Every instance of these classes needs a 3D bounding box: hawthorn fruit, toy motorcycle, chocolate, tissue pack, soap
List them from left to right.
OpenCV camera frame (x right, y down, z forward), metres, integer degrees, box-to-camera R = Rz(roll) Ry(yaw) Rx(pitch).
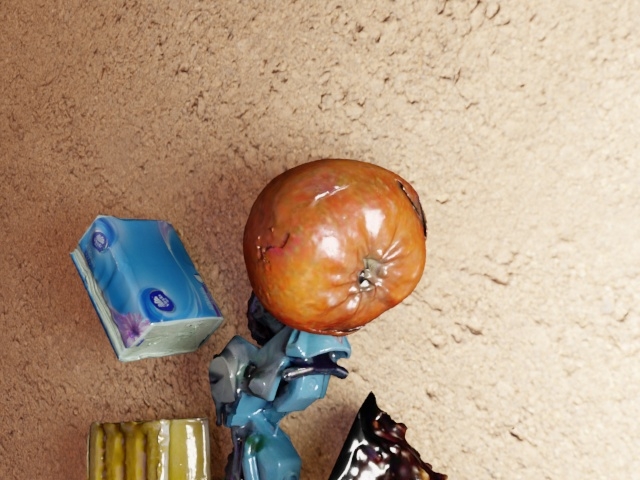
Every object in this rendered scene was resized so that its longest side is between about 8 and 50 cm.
[{"bbox_3d":[-0.348,0.524,1.355,0.293,0.156,0.335,-20,69,45],"label":"soap"},{"bbox_3d":[-0.342,0.092,1.351,0.146,0.198,0.263,-46,62,28],"label":"tissue pack"},{"bbox_3d":[-0.065,0.265,1.128,0.232,0.172,0.416,5,84,47],"label":"toy motorcycle"},{"bbox_3d":[0.000,0.000,1.036,0.307,0.276,0.276,23,106,59],"label":"hawthorn fruit"},{"bbox_3d":[0.106,0.372,0.996,0.177,0.206,0.224,23,67,14],"label":"chocolate"}]

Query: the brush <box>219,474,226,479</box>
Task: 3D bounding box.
[{"bbox_3d":[-0.229,0.521,1.364,0.178,0.030,0.033,-48,51,30],"label":"brush"}]
